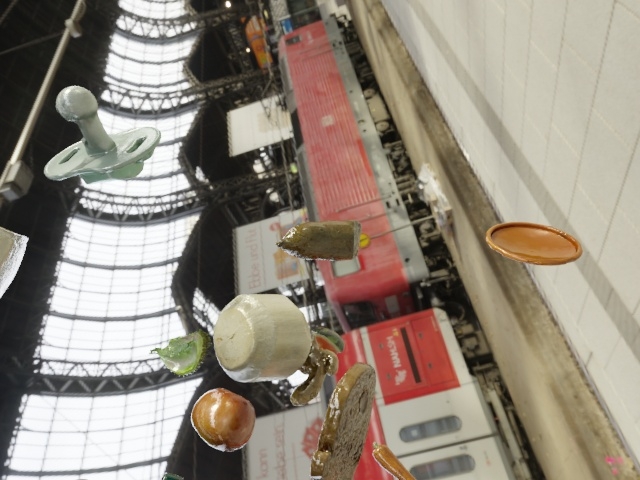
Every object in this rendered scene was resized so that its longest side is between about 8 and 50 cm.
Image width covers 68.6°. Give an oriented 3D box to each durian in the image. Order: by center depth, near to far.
[{"bbox_3d":[-0.341,0.276,1.168,0.100,0.215,0.086,54,-148,-15],"label":"durian"}]

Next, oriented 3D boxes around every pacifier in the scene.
[{"bbox_3d":[-0.613,-0.296,1.291,0.288,0.344,0.269,-80,-18,-51],"label":"pacifier"}]

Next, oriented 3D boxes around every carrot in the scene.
[{"bbox_3d":[0.265,0.762,1.534,0.257,0.061,0.061,38,167,29],"label":"carrot"}]

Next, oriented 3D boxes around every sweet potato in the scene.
[{"bbox_3d":[0.000,0.000,1.695,0.158,0.370,0.157,180,90,-67],"label":"sweet potato"}]

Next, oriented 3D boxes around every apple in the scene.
[{"bbox_3d":[-0.323,0.593,1.581,0.235,0.173,0.210,21,162,39],"label":"apple"}]

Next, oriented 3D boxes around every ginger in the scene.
[{"bbox_3d":[-0.033,0.373,1.333,0.214,0.133,0.058,-47,-34,-35],"label":"ginger"}]

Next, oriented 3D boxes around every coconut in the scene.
[{"bbox_3d":[-0.148,0.263,1.285,0.266,0.237,0.237,15,-127,-47],"label":"coconut"}]

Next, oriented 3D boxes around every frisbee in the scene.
[{"bbox_3d":[0.452,0.012,1.004,0.192,0.192,0.035,-94,3,-64],"label":"frisbee"}]

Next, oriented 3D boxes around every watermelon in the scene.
[{"bbox_3d":[0.030,0.397,1.800,0.135,0.094,0.125,38,-174,41],"label":"watermelon"}]

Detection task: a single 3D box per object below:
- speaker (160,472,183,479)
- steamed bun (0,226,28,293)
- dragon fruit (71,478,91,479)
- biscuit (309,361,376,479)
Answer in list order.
[{"bbox_3d":[-0.518,0.850,1.618,0.094,0.076,0.060,-144,77,-79],"label":"speaker"},{"bbox_3d":[-0.575,0.039,0.744,0.146,0.164,0.242,29,166,-23],"label":"steamed bun"},{"bbox_3d":[-0.543,0.635,1.003,0.241,0.253,0.240,54,-159,-33],"label":"dragon fruit"},{"bbox_3d":[0.050,0.490,1.179,0.314,0.063,0.367,-18,-60,-60],"label":"biscuit"}]
